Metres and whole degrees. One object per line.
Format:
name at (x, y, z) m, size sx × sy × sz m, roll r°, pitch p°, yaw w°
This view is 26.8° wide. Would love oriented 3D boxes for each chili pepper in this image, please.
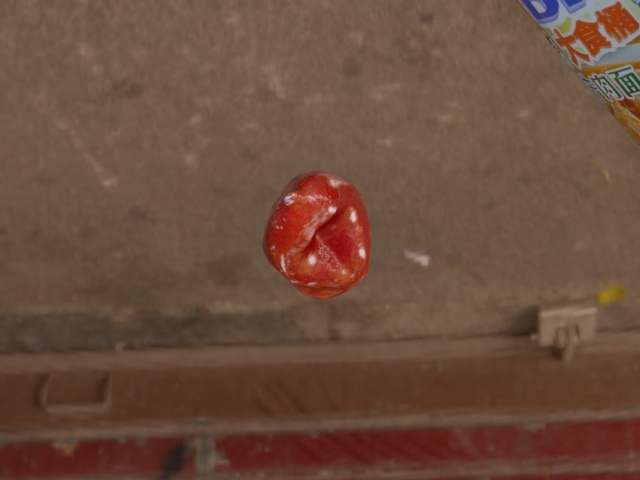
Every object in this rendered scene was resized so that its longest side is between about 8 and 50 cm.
chili pepper at (0.001, 0.000, 0.710) m, size 0.059 × 0.050 × 0.191 m, roll -38°, pitch 167°, yaw -2°

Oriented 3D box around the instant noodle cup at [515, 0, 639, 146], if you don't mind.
instant noodle cup at (0.270, -0.189, 0.879) m, size 0.296 × 0.296 × 0.214 m, roll -30°, pitch 105°, yaw 29°
